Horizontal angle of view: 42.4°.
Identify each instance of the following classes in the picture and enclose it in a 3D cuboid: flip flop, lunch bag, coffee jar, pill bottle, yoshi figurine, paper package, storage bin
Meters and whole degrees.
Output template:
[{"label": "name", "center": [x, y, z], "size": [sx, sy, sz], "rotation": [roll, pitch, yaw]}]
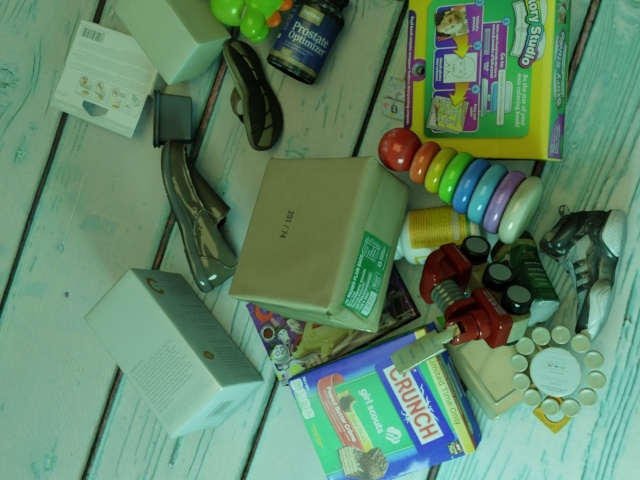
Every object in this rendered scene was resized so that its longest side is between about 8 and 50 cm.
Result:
[{"label": "flip flop", "center": [-0.170, -0.332, 1.919], "size": [0.080, 0.112, 0.277], "rotation": [-30, 76, 42]}, {"label": "lunch bag", "center": [0.174, -0.309, 1.808], "size": [0.071, 0.053, 0.083], "rotation": [24, 102, 22]}, {"label": "coffee jar", "center": [0.400, 0.070, 1.631], "size": [0.079, 0.096, 0.184], "rotation": [2, 52, -19]}, {"label": "pill bottle", "center": [-0.022, -0.474, 1.860], "size": [0.123, 0.123, 0.219], "rotation": [29, 95, 21]}, {"label": "yoshi figurine", "center": [-0.154, -0.636, 1.887], "size": [0.203, 0.204, 0.362], "rotation": [4, 78, 57]}, {"label": "pill bottle", "center": [0.235, -0.011, 1.719], "size": [0.209, 0.117, 0.117], "rotation": [-7, 82, 20]}, {"label": "paper package", "center": [0.000, 0.000, 1.701], "size": [0.310, 0.168, 0.324], "rotation": [4, 72, 44]}, {"label": "storage bin", "center": [-0.356, -0.289, 1.990], "size": [0.091, 0.098, 0.135], "rotation": [2, 84, -7]}]

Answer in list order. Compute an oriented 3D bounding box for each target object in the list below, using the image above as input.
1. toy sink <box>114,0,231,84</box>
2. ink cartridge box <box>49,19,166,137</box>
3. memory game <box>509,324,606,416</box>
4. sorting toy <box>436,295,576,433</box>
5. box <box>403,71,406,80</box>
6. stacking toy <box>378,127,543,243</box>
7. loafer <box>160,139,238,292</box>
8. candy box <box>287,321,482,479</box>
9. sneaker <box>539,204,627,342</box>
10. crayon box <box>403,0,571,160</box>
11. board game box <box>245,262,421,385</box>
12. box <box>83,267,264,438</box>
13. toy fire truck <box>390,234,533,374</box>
[{"label": "toy sink", "center": [-0.346, -0.513, 1.940], "size": [0.234, 0.131, 0.153], "rotation": [53, 131, 5]}, {"label": "ink cartridge box", "center": [-0.523, -0.404, 2.074], "size": [0.275, 0.060, 0.238], "rotation": [22, 93, 20]}, {"label": "memory game", "center": [0.457, 0.253, 1.596], "size": [0.186, 0.012, 0.186], "rotation": [3, 97, 26]}, {"label": "sorting toy", "center": [0.375, 0.242, 1.679], "size": [0.196, 0.047, 0.347], "rotation": [-39, 73, 17]}, {"label": "box", "center": [0.291, -0.419, 1.791], "size": [0.164, 0.021, 0.201], "rotation": [23, 92, 21]}, {"label": "stacking toy", "center": [0.259, -0.122, 1.618], "size": [0.330, 0.141, 0.141], "rotation": [28, 94, 20]}, {"label": "loafer", "center": [-0.275, -0.066, 1.925], "size": [0.130, 0.134, 0.365], "rotation": [-17, 88, -5]}, {"label": "candy box", "center": [0.133, 0.347, 1.698], "size": [0.317, 0.122, 0.268], "rotation": [-24, 87, 16]}, {"label": "sneaker", "center": [0.504, 0.061, 1.626], "size": [0.153, 0.101, 0.268], "rotation": [13, 89, 27]}, {"label": "crayon box", "center": [0.333, -0.344, 1.669], "size": [0.313, 0.106, 0.362], "rotation": [5, 94, 33]}, {"label": "board game box", "center": [0.023, 0.154, 1.820], "size": [0.347, 0.056, 0.208], "rotation": [-31, 71, 15]}, {"label": "box", "center": [-0.325, 0.245, 1.848], "size": [0.168, 0.215, 0.345], "rotation": [-45, 71, 11]}, {"label": "toy fire truck", "center": [0.240, 0.132, 1.563], "size": [0.246, 0.158, 0.217], "rotation": [-15, 47, -21]}]
